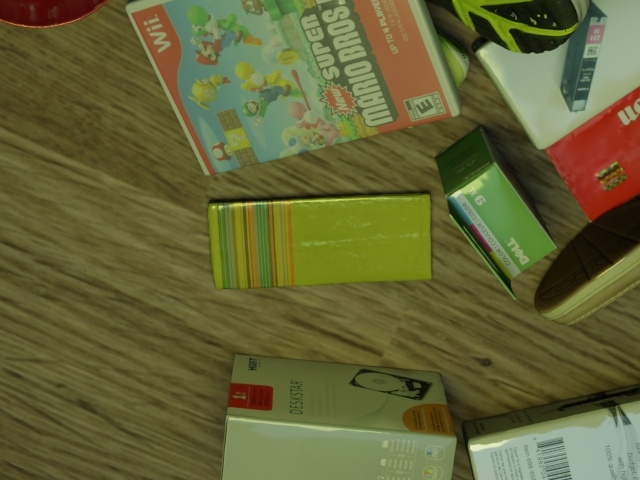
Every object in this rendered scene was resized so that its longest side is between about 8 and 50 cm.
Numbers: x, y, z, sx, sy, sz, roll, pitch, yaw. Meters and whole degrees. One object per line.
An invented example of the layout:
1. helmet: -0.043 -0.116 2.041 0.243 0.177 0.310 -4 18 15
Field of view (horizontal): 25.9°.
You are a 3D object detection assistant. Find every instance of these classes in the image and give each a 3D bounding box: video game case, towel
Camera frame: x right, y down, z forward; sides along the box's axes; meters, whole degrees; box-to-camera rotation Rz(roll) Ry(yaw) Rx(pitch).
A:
1. video game case: -0.027 -0.181 1.367 0.285 0.025 0.204 -12 119 23
2. towel: 0.000 0.000 1.491 0.237 0.021 0.102 -3 112 -1

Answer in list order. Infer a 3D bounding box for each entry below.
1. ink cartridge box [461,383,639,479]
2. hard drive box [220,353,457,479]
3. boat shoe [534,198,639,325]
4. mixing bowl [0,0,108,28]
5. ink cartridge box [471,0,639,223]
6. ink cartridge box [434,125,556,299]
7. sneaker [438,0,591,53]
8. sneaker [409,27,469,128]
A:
1. ink cartridge box: 0.308 0.270 1.505 0.273 0.114 0.197 -13 93 3
2. hard drive box: 0.016 0.200 1.465 0.232 0.181 0.089 5 106 -3
3. boat shoe: 0.363 0.002 1.452 0.302 0.109 0.098 -38 110 5
4. mixing bowl: -0.275 -0.306 1.342 0.182 0.098 0.181 -6 126 -9
5. ink cartridge box: 0.332 -0.176 1.424 0.275 0.060 0.239 -34 103 8
6. ink cartridge box: 0.174 -0.032 1.383 0.062 0.209 0.109 -35 104 11
7. sneaker: 0.107 -0.339 1.350 0.385 0.145 0.147 39 61 0
8. sneaker: 0.027 -0.194 1.396 0.240 0.091 0.126 32 104 -10
